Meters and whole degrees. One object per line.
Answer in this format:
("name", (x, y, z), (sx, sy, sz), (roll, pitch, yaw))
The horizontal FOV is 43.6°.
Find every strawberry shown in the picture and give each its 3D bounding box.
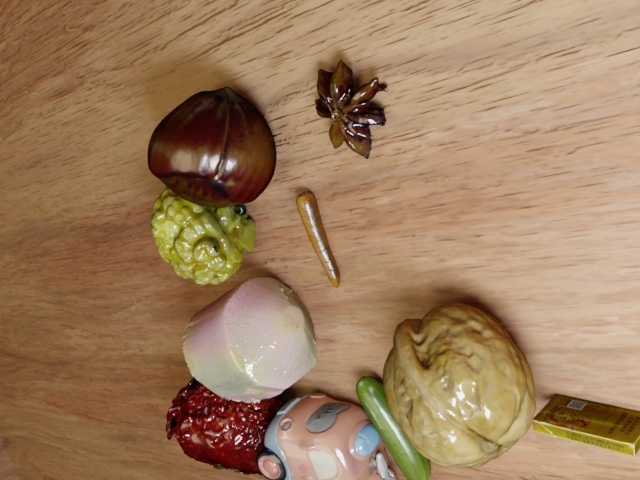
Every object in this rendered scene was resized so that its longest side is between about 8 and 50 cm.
("strawberry", (-0.188, 0.369, 1.700), (0.274, 0.274, 0.221), (10, 86, 40))

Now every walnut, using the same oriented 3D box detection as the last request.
("walnut", (0.212, 0.219, 1.242), (0.257, 0.257, 0.224), (49, 112, 13))

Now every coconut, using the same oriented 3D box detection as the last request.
("coconut", (-0.123, 0.195, 1.546), (0.245, 0.233, 0.233), (-27, 92, 42))

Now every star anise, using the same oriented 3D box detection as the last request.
("star anise", (0.043, -0.210, 1.291), (0.167, 0.057, 0.168), (20, 123, 34))

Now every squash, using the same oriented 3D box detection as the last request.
("squash", (0.146, 0.360, 1.487), (0.066, 0.066, 0.252), (-32, 89, 47))

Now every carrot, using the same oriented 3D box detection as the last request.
("carrot", (0.000, 0.000, 1.463), (0.037, 0.037, 0.190), (-5, 111, 45))

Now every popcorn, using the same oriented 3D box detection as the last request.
("popcorn", (-0.229, -0.022, 1.560), (0.169, 0.189, 0.218), (-22, 95, 40))

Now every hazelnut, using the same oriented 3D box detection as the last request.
("hazelnut", (-0.186, -0.168, 1.438), (0.229, 0.229, 0.230), (21, 125, 35))

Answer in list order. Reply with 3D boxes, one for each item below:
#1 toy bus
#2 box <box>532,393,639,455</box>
("toy bus", (0.032, 0.442, 1.557), (0.232, 0.194, 0.288), (-14, 101, 38))
("box", (0.402, 0.270, 1.182), (0.156, 0.089, 0.022), (4, 112, 40))
